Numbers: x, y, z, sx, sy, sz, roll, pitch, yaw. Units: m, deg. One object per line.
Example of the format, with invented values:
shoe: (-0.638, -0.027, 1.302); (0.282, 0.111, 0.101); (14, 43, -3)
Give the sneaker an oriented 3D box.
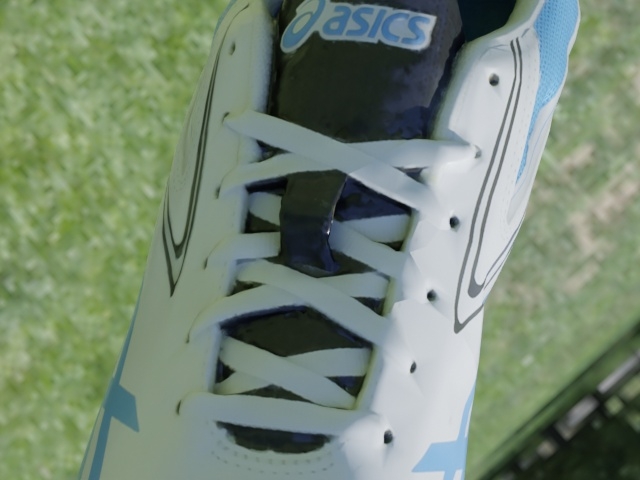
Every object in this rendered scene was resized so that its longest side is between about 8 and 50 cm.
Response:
sneaker: (0.000, 0.000, 0.380); (0.086, 0.085, 0.237); (79, 22, -52)
